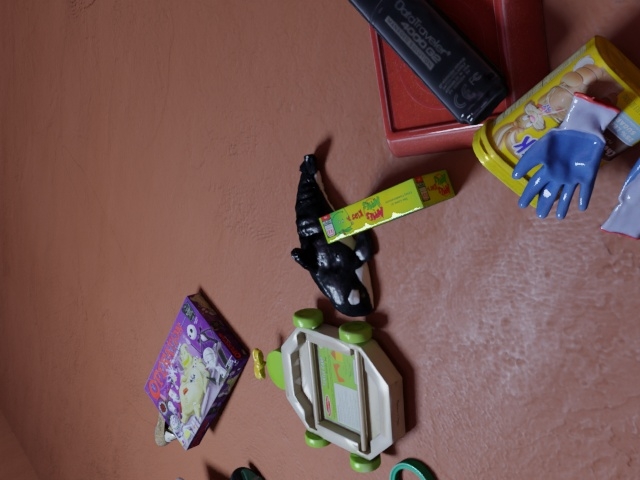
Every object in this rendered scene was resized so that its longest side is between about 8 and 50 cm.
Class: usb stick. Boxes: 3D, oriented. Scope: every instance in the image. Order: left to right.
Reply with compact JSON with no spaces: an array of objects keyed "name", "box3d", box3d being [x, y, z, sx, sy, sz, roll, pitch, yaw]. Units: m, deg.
[{"name":"usb stick","box3d":[0.124,-0.259,0.760,0.077,0.045,0.278,-47,65,27]}]

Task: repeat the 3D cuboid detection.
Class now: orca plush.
[{"name":"orca plush","box3d":[0.000,0.000,1.015,0.151,0.102,0.288,-2,102,47]}]

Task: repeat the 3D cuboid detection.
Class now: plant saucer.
[{"name":"plant saucer","box3d":[0.163,-0.246,0.802,0.258,0.047,0.259,0,105,46]}]

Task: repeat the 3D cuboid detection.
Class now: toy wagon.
[{"name":"toy wagon","box3d":[0.005,0.259,1.129,0.344,0.068,0.268,10,111,45]}]

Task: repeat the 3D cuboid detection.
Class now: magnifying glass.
[{"name":"magnifying glass","box3d":[0.150,0.486,1.088,0.092,0.026,0.231,32,126,35]}]

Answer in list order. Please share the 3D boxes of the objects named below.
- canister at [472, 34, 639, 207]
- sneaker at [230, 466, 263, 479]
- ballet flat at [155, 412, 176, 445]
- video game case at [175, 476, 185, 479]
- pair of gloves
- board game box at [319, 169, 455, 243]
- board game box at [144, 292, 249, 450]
[{"name":"canister","box3d":[0.275,-0.127,0.679,0.126,0.073,0.170,36,134,-14]},{"name":"sneaker","box3d":[-0.144,0.637,1.409,0.224,0.083,0.098,49,138,22]},{"name":"ballet flat","box3d":[-0.402,0.491,1.635,0.067,0.073,0.206,27,125,28]},{"name":"video game case","box3d":[-0.211,0.750,1.494,0.328,0.036,0.300,6,125,45]},{"name":"pair of gloves","box3d":[0.316,-0.070,0.651,0.198,0.023,0.159,18,135,3]},{"name":"board game box","box3d":[0.095,-0.048,0.895,0.181,0.092,0.043,-22,89,42]},{"name":"board game box","box3d":[-0.306,0.319,1.458,0.208,0.056,0.347,48,125,29]}]
